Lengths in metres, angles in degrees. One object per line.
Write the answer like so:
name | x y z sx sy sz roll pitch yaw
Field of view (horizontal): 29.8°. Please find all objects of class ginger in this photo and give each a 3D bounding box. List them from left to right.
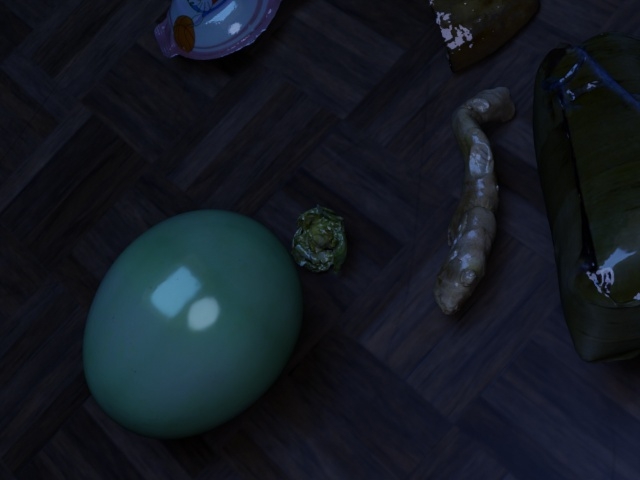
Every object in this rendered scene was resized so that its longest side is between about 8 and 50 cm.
ginger | 0.169 -0.050 1.337 0.075 0.089 0.288 13 62 -5

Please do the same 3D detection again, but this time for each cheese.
cheese | -0.102 -0.341 1.651 0.286 0.074 0.189 -29 54 9

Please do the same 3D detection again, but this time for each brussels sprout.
brussels sprout | 0.000 0.000 1.409 0.085 0.058 0.085 3 97 25

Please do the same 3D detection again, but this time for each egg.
egg | -0.140 0.093 1.322 0.270 0.220 0.220 -53 51 6

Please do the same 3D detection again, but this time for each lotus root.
lotus root | 0.182 -0.307 1.470 0.135 0.095 0.159 -29 58 6

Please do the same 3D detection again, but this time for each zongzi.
zongzi | 0.407 -0.080 1.177 0.392 0.174 0.356 -13 50 10
